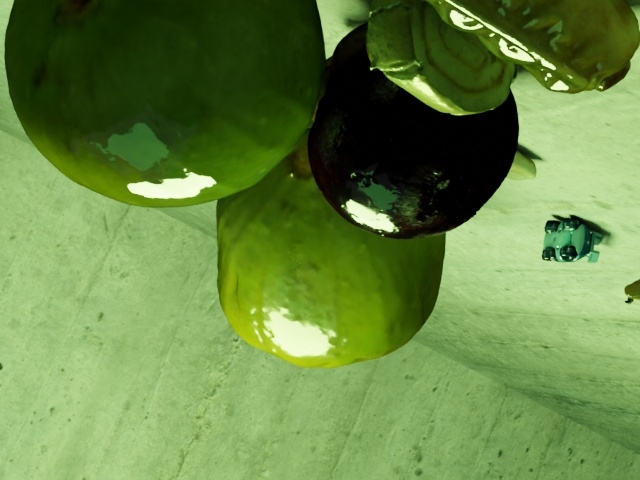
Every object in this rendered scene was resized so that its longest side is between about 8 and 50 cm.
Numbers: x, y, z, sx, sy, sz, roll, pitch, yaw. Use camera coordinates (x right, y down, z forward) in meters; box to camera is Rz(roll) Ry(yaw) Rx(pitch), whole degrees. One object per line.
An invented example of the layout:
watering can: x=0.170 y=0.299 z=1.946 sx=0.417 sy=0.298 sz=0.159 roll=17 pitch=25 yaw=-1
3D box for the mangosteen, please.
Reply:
mangosteen: x=0.075 y=-0.122 z=1.127 sx=0.211 sy=0.211 sz=0.250 roll=37 pitch=-167 yaw=-49

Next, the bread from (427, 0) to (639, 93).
bread: x=0.134 y=-0.199 z=0.871 sx=0.269 sy=0.098 sz=0.087 roll=28 pitch=-150 yaw=-20

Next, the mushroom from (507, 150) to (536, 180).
mushroom: x=0.161 y=-0.116 z=1.324 sx=0.202 sy=0.054 sz=0.059 roll=20 pitch=175 yaw=-9

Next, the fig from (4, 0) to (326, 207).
fig: x=-0.122 y=-0.167 z=1.050 sx=0.316 sy=0.316 sz=0.316 roll=23 pitch=169 yaw=5

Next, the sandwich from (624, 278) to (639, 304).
sandwich: x=0.465 y=0.043 z=1.232 sx=0.236 sy=0.128 sz=0.122 roll=16 pitch=173 yaw=24

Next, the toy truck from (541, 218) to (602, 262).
toy truck: x=0.345 y=0.007 z=1.510 sx=0.090 sy=0.056 sz=0.073 roll=16 pitch=169 yaw=-31

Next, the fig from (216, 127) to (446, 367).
fig: x=0.009 y=-0.004 z=1.513 sx=0.343 sy=0.343 sz=0.343 roll=23 pitch=169 yaw=5

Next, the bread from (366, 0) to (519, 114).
bread: x=0.108 y=-0.171 z=0.968 sx=0.156 sy=0.117 sz=0.064 roll=32 pitch=165 yaw=-36
